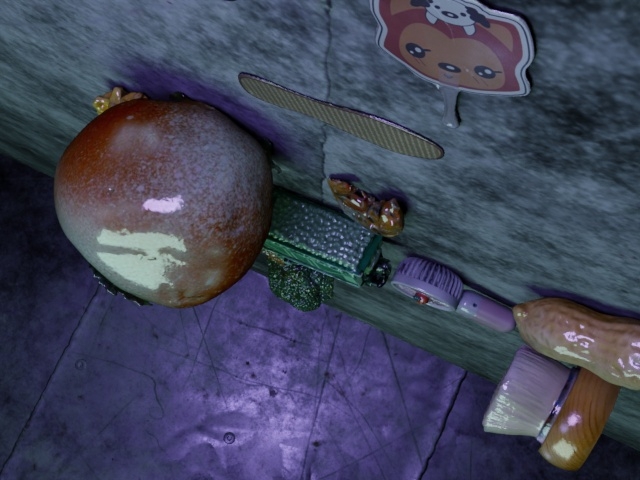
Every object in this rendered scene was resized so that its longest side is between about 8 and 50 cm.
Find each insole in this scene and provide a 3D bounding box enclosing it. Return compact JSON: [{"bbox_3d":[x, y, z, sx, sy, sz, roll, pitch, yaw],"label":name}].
[{"bbox_3d":[0.019,-0.135,0.810,0.253,0.005,0.086,23,170,16],"label":"insole"}]

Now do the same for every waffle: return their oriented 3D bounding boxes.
[{"bbox_3d":[-0.258,-0.170,1.192,0.253,0.056,0.249,29,168,-33],"label":"waffle"}]

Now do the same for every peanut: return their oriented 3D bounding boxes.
[{"bbox_3d":[0.403,0.150,1.085,0.263,0.101,0.117,18,154,38],"label":"peanut"}]

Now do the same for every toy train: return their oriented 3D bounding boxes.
[{"bbox_3d":[0.000,0.000,1.307,0.270,0.115,0.154,22,162,21],"label":"toy train"}]

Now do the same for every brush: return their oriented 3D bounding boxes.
[{"bbox_3d":[0.394,0.234,1.198,0.166,0.267,0.174,28,137,21],"label":"brush"}]

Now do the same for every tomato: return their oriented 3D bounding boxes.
[{"bbox_3d":[-0.213,-0.044,1.019,0.304,0.239,0.303,10,140,9],"label":"tomato"}]

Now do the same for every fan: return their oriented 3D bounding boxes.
[{"bbox_3d":[0.103,-0.135,0.579,0.132,0.009,0.220,24,170,15],"label":"fan"},{"bbox_3d":[0.248,0.108,1.343,0.244,0.074,0.130,25,170,-3],"label":"fan"}]

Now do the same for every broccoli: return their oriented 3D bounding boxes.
[{"bbox_3d":[-0.042,0.057,1.574,0.195,0.156,0.195,13,122,21],"label":"broccoli"}]

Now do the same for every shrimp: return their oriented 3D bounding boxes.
[{"bbox_3d":[0.062,-0.044,1.053,0.132,0.051,0.187,26,174,-5],"label":"shrimp"}]

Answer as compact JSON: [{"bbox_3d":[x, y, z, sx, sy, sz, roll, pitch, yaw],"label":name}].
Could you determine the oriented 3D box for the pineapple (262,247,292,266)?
[{"bbox_3d":[-0.115,-0.031,1.467,0.198,0.108,0.108,31,172,14],"label":"pineapple"}]
